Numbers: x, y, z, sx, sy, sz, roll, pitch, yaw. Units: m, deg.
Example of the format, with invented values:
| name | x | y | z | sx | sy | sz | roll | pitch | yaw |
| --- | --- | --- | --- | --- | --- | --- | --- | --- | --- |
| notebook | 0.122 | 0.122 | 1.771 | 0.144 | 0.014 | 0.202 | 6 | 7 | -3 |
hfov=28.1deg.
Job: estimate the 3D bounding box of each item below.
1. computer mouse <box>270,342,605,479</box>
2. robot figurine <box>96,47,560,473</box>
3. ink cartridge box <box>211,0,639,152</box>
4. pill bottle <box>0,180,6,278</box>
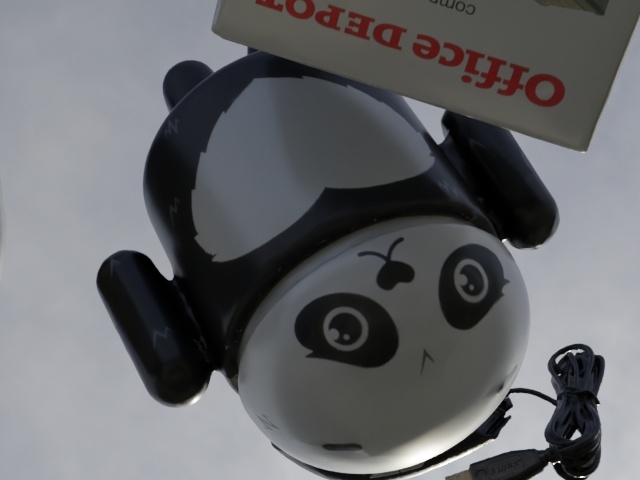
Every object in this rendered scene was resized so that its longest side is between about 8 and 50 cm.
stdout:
| name | x | y | z | sx | sy | sz | roll | pitch | yaw |
| --- | --- | --- | --- | --- | --- | --- | --- | --- | --- |
| computer mouse | 0.087 | 0.156 | 0.937 | 0.262 | 0.184 | 0.060 | -13 | -73 | 11 |
| robot figurine | 0.001 | -0.002 | 0.728 | 0.173 | 0.278 | 0.209 | 17 | -57 | -45 |
| ink cartridge box | 0.081 | -0.203 | 0.597 | 0.198 | 0.115 | 0.273 | 18 | -61 | 5 |
| pill bottle | -0.277 | -0.011 | 0.732 | 0.188 | 0.334 | 0.188 | -2 | -80 | -14 |
